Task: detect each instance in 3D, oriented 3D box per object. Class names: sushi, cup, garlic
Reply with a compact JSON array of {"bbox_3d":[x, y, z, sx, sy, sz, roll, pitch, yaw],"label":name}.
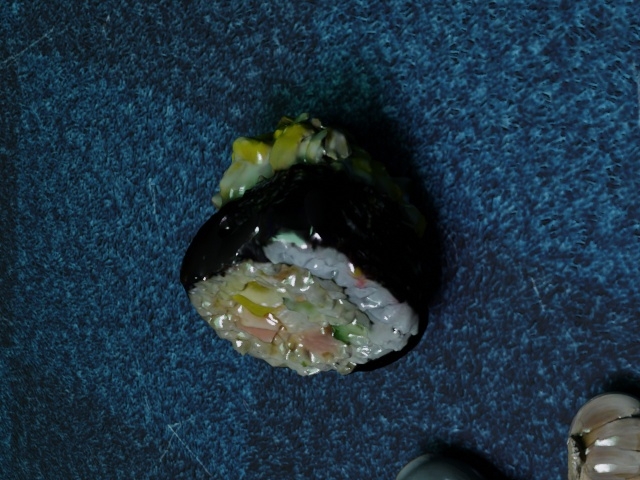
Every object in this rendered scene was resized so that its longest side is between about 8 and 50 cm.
[{"bbox_3d":[0.000,0.000,1.463,0.328,0.285,0.328,32,141,-21],"label":"sushi"},{"bbox_3d":[0.179,0.387,1.517,0.150,0.199,0.199,55,133,34],"label":"cup"},{"bbox_3d":[0.402,0.255,1.325,0.194,0.127,0.131,-9,121,15],"label":"garlic"}]
